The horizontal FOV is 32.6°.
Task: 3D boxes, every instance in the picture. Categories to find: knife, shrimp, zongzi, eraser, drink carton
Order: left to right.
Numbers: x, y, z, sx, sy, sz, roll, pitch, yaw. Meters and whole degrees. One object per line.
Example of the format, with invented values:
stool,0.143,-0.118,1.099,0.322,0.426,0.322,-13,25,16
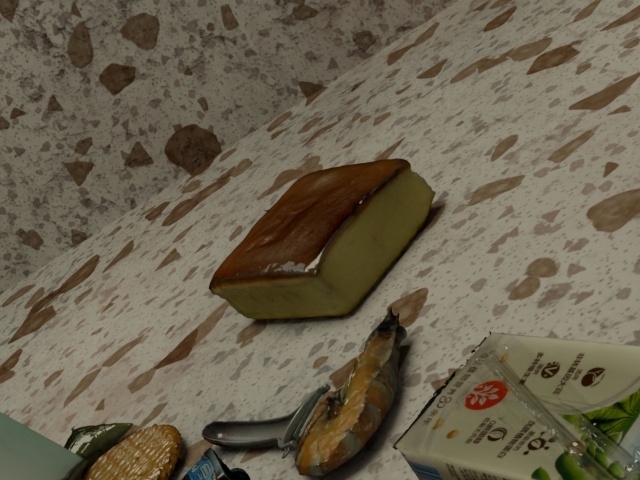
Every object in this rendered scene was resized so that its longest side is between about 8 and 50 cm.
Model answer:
eraser,-0.558,0.369,1.825,0.189,0.290,0.104,-53,-11,-55
zongzi,-0.405,0.385,1.926,0.131,0.062,0.154,-12,35,25
knife,-0.089,0.285,1.609,0.278,0.053,0.123,-22,24,50
shrimp,0.045,0.215,1.544,0.164,0.062,0.317,-28,21,37
drink carton,0.255,0.208,1.095,0.194,0.132,0.325,-46,23,-26

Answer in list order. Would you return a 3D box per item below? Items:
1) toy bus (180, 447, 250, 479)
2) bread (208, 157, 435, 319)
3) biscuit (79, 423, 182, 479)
toy bus,-0.097,0.345,1.297,0.106,0.184,0.090,-41,19,-4
bread,0.000,0.000,1.979,0.333,0.143,0.323,-10,34,51
biscuit,-0.325,0.396,1.782,0.254,0.035,0.254,-33,20,14
